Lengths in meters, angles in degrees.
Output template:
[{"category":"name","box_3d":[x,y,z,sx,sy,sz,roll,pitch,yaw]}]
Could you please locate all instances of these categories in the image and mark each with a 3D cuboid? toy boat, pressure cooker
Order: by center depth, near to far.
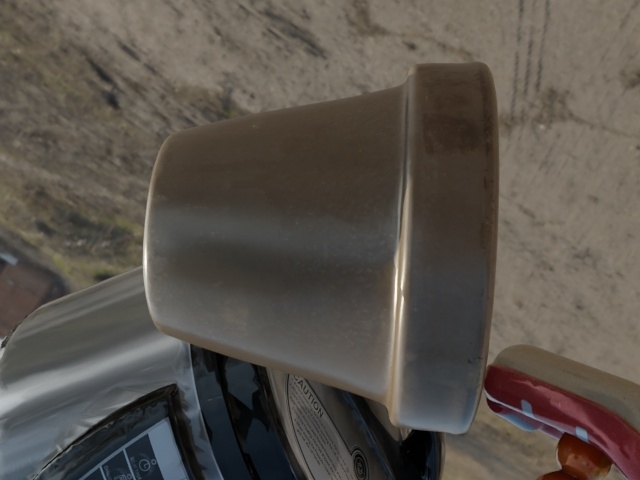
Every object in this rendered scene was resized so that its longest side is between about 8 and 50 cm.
[{"category":"toy boat","box_3d":[0.238,0.198,0.837,0.151,0.151,0.231,33,171,-37]},{"category":"pressure cooker","box_3d":[-0.090,0.173,0.961,0.420,0.376,0.370,-20,153,20]}]

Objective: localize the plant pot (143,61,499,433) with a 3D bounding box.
[{"category":"plant pot","box_3d":[0.000,0.000,0.668,0.229,0.263,0.263,4,165,3]}]
